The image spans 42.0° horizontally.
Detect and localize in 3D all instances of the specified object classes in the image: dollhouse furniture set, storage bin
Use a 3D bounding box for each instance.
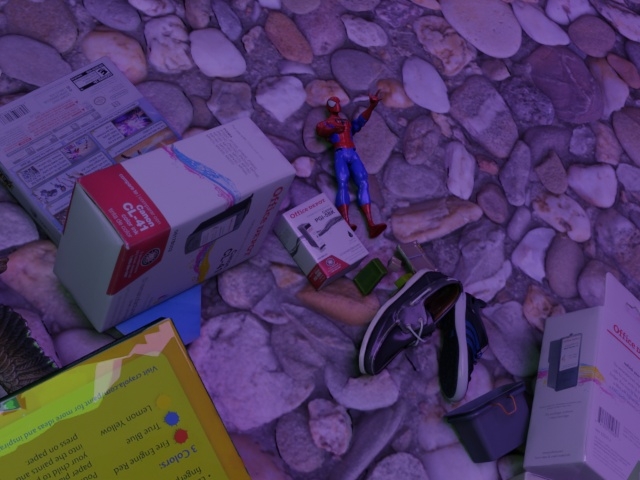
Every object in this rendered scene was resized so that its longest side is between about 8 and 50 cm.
[{"bbox_3d":[0.132,0.054,1.450,0.151,0.059,0.076,-12,59,-48],"label":"dollhouse furniture set"},{"bbox_3d":[0.286,0.295,1.345,0.135,0.098,0.091,-20,82,-30],"label":"storage bin"}]

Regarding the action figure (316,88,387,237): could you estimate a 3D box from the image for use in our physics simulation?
[{"bbox_3d":[0.062,-0.158,1.475,0.091,0.139,0.281,-2,61,-24],"label":"action figure"}]

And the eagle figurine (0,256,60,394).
[{"bbox_3d":[-0.435,0.164,1.063,0.225,0.226,0.298,3,55,-44],"label":"eagle figurine"}]

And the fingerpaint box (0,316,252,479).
[{"bbox_3d":[-0.288,0.347,0.916,0.444,0.163,0.371,-28,92,-14],"label":"fingerpaint box"}]

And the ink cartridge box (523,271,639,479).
[{"bbox_3d":[0.465,0.254,1.385,0.207,0.119,0.354,39,52,-26],"label":"ink cartridge box"}]

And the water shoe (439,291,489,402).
[{"bbox_3d":[0.250,0.176,1.401,0.080,0.073,0.203,16,59,-16],"label":"water shoe"}]

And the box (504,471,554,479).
[{"bbox_3d":[0.245,0.412,1.146,0.094,0.275,0.113,20,58,-11],"label":"box"}]

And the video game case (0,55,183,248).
[{"bbox_3d":[-0.373,-0.143,1.328,0.244,0.061,0.269,47,56,8],"label":"video game case"}]

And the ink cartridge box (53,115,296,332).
[{"bbox_3d":[-0.209,-0.027,1.206,0.306,0.226,0.131,-26,68,-38],"label":"ink cartridge box"}]

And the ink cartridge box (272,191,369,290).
[{"bbox_3d":[0.000,0.000,1.405,0.099,0.056,0.135,-30,78,-31],"label":"ink cartridge box"}]

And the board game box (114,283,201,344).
[{"bbox_3d":[-0.250,0.097,1.264,0.133,0.033,0.169,10,50,-19],"label":"board game box"}]

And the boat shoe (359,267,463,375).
[{"bbox_3d":[0.146,0.134,1.361,0.079,0.084,0.233,20,51,37],"label":"boat shoe"}]
